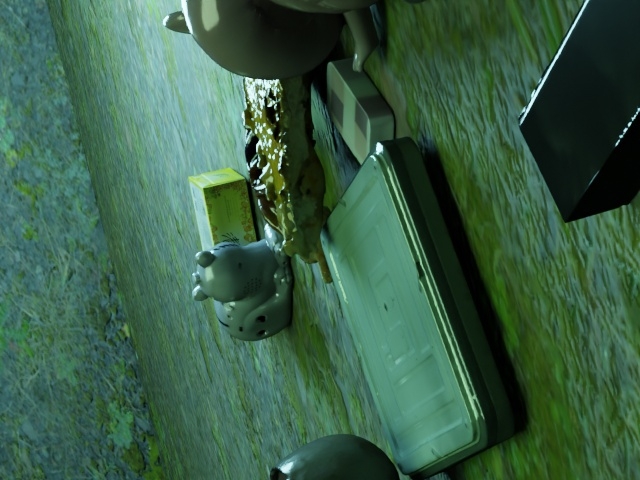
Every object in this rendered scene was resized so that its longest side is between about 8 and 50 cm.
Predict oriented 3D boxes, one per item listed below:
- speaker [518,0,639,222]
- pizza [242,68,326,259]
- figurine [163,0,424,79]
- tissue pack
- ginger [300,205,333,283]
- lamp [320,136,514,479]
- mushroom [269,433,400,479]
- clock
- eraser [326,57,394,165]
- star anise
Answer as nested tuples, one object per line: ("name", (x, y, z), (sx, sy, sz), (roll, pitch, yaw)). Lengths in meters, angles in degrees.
("speaker", (0.174, -0.098, 0.787), (0.218, 0.044, 0.082), (108, 145, -61))
("pizza", (-0.034, -0.129, 1.369), (0.189, 0.071, 0.297), (106, 159, -59))
("figurine", (-0.015, -0.239, 1.156), (0.287, 0.176, 0.186), (161, 112, -68))
("tissue pack", (-0.120, 0.000, 1.831), (0.095, 0.062, 0.176), (-147, 44, -70))
("ginger", (0.000, 0.000, 1.487), (0.048, 0.030, 0.097), (23, 134, 36))
("lamp", (0.079, 0.069, 1.241), (0.266, 0.047, 0.269), (123, 130, -69))
("mushroom", (0.023, 0.248, 1.327), (0.141, 0.117, 0.188), (42, 167, 11))
("clock", (-0.101, 0.061, 1.720), (0.176, 0.117, 0.080), (93, 157, -48))
("eraser", (0.035, -0.115, 1.272), (0.105, 0.026, 0.065), (-120, 25, -45))
("star anise", (-0.051, -0.069, 1.525), (0.168, 0.057, 0.168), (-8, -90, -90))
